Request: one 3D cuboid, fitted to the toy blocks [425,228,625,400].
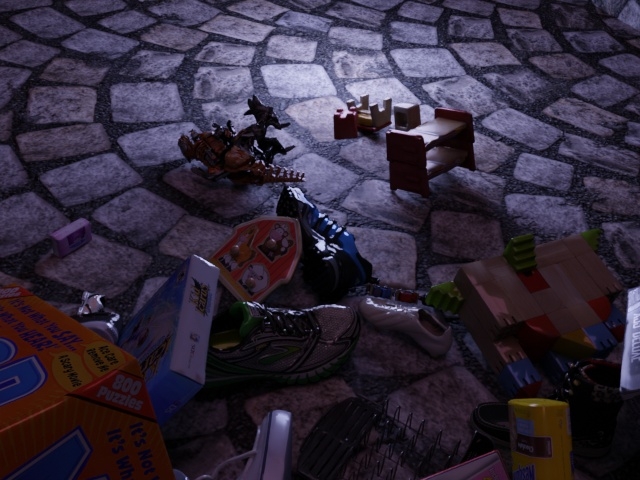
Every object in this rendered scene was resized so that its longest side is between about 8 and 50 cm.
[{"bbox_3d":[0.429,0.142,1.401,0.382,0.190,0.260,-14,54,-22],"label":"toy blocks"}]

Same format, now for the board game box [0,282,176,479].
[{"bbox_3d":[-0.389,0.309,0.830,0.356,0.356,0.356,-26,26,-34],"label":"board game box"}]

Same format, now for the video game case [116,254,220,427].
[{"bbox_3d":[-0.264,0.189,1.164,0.061,0.269,0.244,31,32,-25],"label":"video game case"}]

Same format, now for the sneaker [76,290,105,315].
[{"bbox_3d":[-0.420,0.133,1.380,0.044,0.040,0.109,3,39,-7],"label":"sneaker"}]

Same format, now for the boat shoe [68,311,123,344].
[{"bbox_3d":[-0.441,0.160,1.284,0.229,0.080,0.076,-13,25,16],"label":"boat shoe"}]

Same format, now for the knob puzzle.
[{"bbox_3d":[-0.120,0.022,1.489,0.213,0.030,0.213,-11,57,17],"label":"knob puzzle"}]

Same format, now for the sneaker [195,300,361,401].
[{"bbox_3d":[-0.084,0.170,1.294,0.344,0.146,0.134,-12,42,-22],"label":"sneaker"}]

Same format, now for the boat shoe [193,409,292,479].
[{"bbox_3d":[-0.131,0.393,1.041,0.157,0.135,0.367,6,48,5],"label":"boat shoe"}]

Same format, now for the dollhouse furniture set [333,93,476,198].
[{"bbox_3d":[0.180,-0.245,1.874,0.201,0.152,0.374,-28,33,-34],"label":"dollhouse furniture set"}]

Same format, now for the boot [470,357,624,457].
[{"bbox_3d":[0.375,0.259,1.217,0.237,0.178,0.085,9,39,3],"label":"boot"}]

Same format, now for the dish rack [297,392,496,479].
[{"bbox_3d":[0.109,0.340,1.168,0.272,0.074,0.208,25,42,21],"label":"dish rack"}]

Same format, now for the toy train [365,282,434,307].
[{"bbox_3d":[0.166,0.110,1.472,0.159,0.027,0.036,11,11,-9],"label":"toy train"}]

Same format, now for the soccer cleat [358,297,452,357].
[{"bbox_3d":[0.160,0.146,1.410,0.196,0.076,0.068,26,43,24],"label":"soccer cleat"}]

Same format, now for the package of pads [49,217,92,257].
[{"bbox_3d":[-0.508,-0.006,1.532,0.032,0.050,0.083,28,45,25],"label":"package of pads"}]

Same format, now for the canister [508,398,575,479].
[{"bbox_3d":[0.326,0.323,1.112,0.074,0.126,0.169,-1,82,-6],"label":"canister"}]

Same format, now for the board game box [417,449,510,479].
[{"bbox_3d":[0.137,0.440,0.974,0.317,0.064,0.242,-13,70,-22],"label":"board game box"}]

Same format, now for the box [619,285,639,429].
[{"bbox_3d":[0.566,0.253,1.173,0.077,0.307,0.242,-20,24,35],"label":"box"}]

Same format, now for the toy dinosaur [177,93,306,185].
[{"bbox_3d":[-0.177,-0.197,1.774,0.322,0.164,0.218,35,59,6],"label":"toy dinosaur"}]

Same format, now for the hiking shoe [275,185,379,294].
[{"bbox_3d":[0.000,0.000,1.566,0.132,0.113,0.304,1,42,-31],"label":"hiking shoe"}]

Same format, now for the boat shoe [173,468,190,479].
[{"bbox_3d":[-0.158,0.362,0.948,0.065,0.083,0.183,-40,31,-19],"label":"boat shoe"}]
